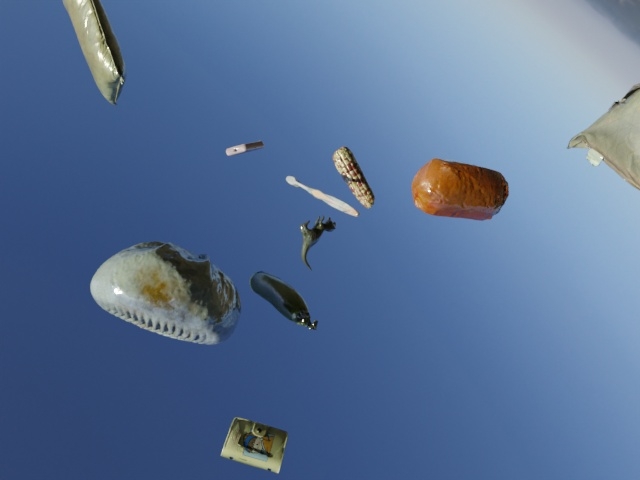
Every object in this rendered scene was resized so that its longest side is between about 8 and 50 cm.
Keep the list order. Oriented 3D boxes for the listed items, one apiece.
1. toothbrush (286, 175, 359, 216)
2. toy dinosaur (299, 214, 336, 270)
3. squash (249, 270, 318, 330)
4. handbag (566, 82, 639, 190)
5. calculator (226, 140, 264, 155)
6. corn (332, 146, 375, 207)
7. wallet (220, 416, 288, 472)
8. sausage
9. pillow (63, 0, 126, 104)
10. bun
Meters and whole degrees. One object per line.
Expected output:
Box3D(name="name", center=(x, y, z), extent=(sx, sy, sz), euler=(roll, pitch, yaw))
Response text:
Box3D(name="toothbrush", center=(-0.001, -0.139, 1.510), extent=(0.037, 0.028, 0.375), euler=(29, -178, -42))
Box3D(name="toy dinosaur", center=(0.000, 0.000, 1.867), extent=(0.187, 0.087, 0.178), euler=(-28, -86, -11))
Box3D(name="squash", center=(-0.112, 0.170, 1.461), extent=(0.087, 0.087, 0.332), euler=(4, -162, -39))
Box3D(name="handbag", center=(0.486, -0.187, 0.665), extent=(0.117, 0.270, 0.182), euler=(14, -145, -42))
Box3D(name="calculator", center=(-0.294, -0.360, 1.921), extent=(0.175, 0.100, 0.032), euler=(-34, -68, -61))
Box3D(name="corn", center=(0.125, -0.224, 1.755), extent=(0.237, 0.080, 0.079), euler=(57, -144, -6))
Box3D(name="wallet", center=(-0.168, 0.530, 1.285), extent=(0.155, 0.039, 0.110), euler=(17, -138, -1))
Box3D(name="sausage", center=(0.356, -0.131, 1.264), extent=(0.268, 0.140, 0.153), euler=(4, -163, -27))
Box3D(name="pillow", center=(-0.515, -0.469, 1.119), extent=(0.075, 0.185, 0.302), euler=(-23, -87, -27))
Box3D(name="bun", center=(-0.370, 0.125, 1.219), extent=(0.362, 0.362, 0.211), euler=(23, -110, -23))
